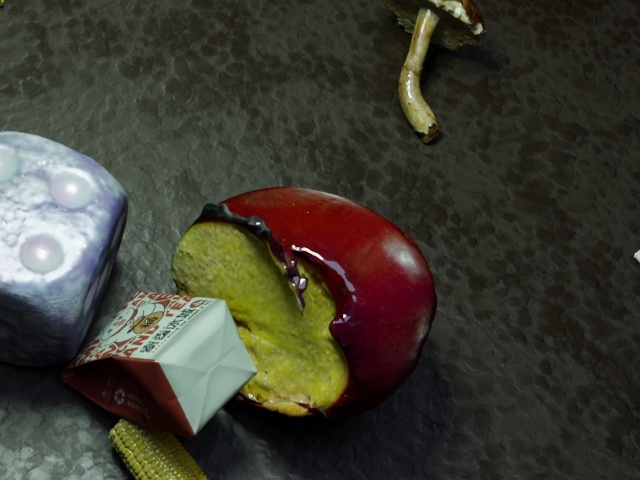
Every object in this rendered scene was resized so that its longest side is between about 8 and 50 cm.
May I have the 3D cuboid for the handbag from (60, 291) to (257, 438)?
[{"bbox_3d":[-0.264,0.177,1.682,0.171,0.298,0.151,-43,123,-38],"label":"handbag"}]

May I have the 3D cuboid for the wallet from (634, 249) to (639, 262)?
[{"bbox_3d":[0.662,0.060,2.134,0.061,0.025,0.122,-30,72,-30],"label":"wallet"}]

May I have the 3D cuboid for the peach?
[{"bbox_3d":[-0.038,0.092,1.754,0.416,0.339,0.353,17,26,-3],"label":"peach"}]

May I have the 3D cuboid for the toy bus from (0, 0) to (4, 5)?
[{"bbox_3d":[-0.698,-0.475,2.045,0.226,0.074,0.081,-6,61,-18],"label":"toy bus"}]

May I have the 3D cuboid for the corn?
[{"bbox_3d":[-0.222,0.366,1.673,0.093,0.093,0.244,-30,72,-28],"label":"corn"}]

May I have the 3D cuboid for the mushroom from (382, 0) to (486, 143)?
[{"bbox_3d":[0.201,-0.386,2.150,0.233,0.208,0.302,25,51,-19],"label":"mushroom"}]

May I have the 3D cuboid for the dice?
[{"bbox_3d":[-0.462,0.017,1.706,0.270,0.270,0.271,19,57,-4],"label":"dice"}]
